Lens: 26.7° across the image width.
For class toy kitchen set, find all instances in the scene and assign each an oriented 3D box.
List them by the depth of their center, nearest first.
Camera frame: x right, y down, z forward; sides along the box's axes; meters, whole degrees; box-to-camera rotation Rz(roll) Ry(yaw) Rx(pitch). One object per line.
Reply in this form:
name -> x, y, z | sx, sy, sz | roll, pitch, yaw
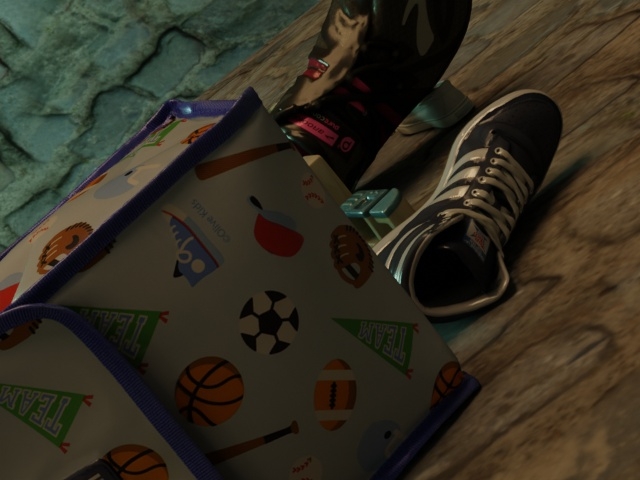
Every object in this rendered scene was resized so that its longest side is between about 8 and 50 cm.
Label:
toy kitchen set -> 0.000, 0.000, 1.492 | 0.166, 0.122, 0.207 | -44, 16, -16

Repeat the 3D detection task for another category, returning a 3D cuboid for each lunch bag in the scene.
lunch bag -> -0.120, 0.123, 1.048 | 0.385, 0.328, 0.239 | -43, 17, -20

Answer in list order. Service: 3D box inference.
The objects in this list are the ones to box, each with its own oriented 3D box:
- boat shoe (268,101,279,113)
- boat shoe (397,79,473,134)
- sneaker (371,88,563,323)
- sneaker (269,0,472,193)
boat shoe -> -0.048, -0.125, 1.968 | 0.116, 0.123, 0.324 | -52, 6, -2
boat shoe -> 0.136, -0.184, 1.806 | 0.066, 0.063, 0.184 | -42, 16, -10
sneaker -> 0.154, -0.030, 1.258 | 0.282, 0.099, 0.153 | -49, 12, -9
sneaker -> 0.040, -0.169, 1.666 | 0.483, 0.185, 0.202 | -60, 9, 24
